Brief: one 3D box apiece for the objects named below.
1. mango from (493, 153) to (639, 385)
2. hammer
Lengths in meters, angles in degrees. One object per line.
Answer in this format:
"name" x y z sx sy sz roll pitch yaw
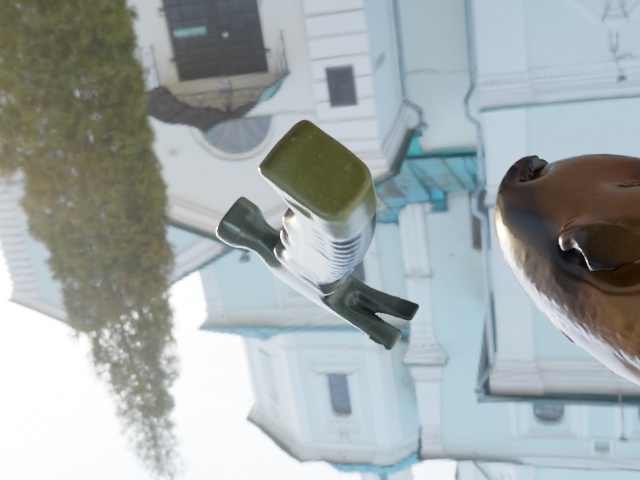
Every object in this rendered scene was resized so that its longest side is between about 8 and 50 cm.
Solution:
"mango" 0.252 0.016 0.564 0.201 0.152 0.287 -18 -161 -5
"hammer" 0.000 0.000 0.497 0.041 0.159 0.226 -55 174 -16
